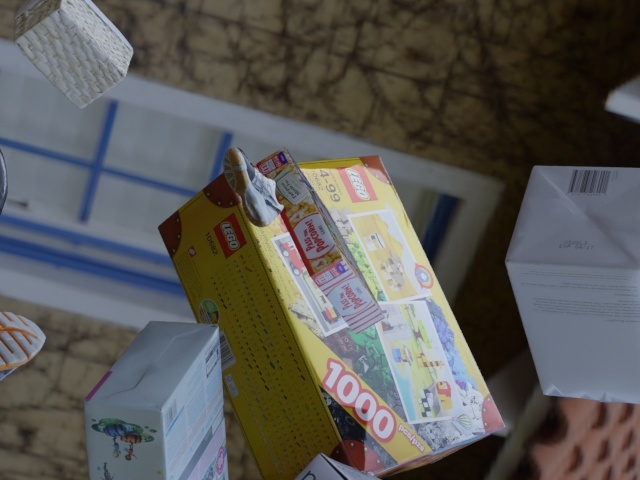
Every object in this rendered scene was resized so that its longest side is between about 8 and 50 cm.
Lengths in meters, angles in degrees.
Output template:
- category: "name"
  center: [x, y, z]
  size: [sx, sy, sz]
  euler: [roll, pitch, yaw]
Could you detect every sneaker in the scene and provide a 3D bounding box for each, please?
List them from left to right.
- category: "sneaker"
  center: [-0.430, 0.157, 1.601]
  size: [0.215, 0.084, 0.083]
  euler: [-28, 155, -42]
- category: "sneaker"
  center: [-0.063, -0.055, 1.243]
  size: [0.037, 0.083, 0.032]
  euler: [-37, -154, -30]

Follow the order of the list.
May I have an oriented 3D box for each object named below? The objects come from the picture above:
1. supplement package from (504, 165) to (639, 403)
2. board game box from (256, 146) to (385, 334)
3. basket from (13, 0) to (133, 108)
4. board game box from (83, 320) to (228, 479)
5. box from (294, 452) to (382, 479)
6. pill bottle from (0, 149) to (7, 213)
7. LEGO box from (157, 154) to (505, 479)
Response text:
- category: "supplement package"
  center: [0.372, 0.062, 1.746]
  size: [0.293, 0.178, 0.175]
  euler: [68, 34, -44]
- category: "board game box"
  center: [0.000, 0.000, 1.578]
  size: [0.147, 0.045, 0.193]
  euler: [54, 7, -50]
- category: "basket"
  center: [-0.385, -0.302, 2.034]
  size: [0.113, 0.167, 0.103]
  euler: [-32, -150, 18]
- category: "board game box"
  center: [-0.180, 0.274, 1.502]
  size: [0.224, 0.098, 0.303]
  euler: [-56, 147, -66]
- category: "box"
  center: [0.013, 0.340, 1.223]
  size: [0.231, 0.127, 0.262]
  euler: [-47, 147, 2]
- category: "pill bottle"
  center: [-0.328, -0.032, 1.018]
  size: [0.219, 0.123, 0.122]
  euler: [-14, -120, 61]
- category: "LEGO box"
  center: [0.019, 0.136, 2.071]
  size: [0.193, 0.372, 0.500]
  euler: [-36, -107, 39]
